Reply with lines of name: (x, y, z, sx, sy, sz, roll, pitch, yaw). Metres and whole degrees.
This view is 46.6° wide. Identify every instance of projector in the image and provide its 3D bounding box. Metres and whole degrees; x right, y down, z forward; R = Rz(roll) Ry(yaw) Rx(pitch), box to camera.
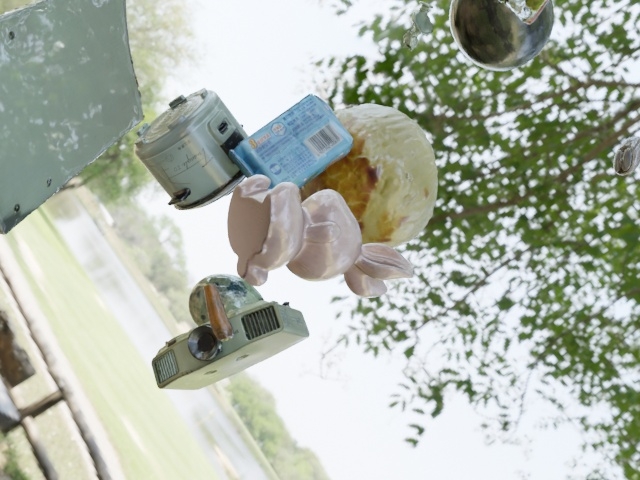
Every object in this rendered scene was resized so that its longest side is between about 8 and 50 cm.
projector: (-0.173, 0.192, 1.373, 0.088, 0.270, 0.193, 68, 13, 19)

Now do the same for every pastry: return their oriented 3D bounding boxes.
pastry: (0.103, -0.150, 1.874, 0.388, 0.313, 0.388, 42, -34, 38)

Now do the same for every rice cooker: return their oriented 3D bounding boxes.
rice cooker: (-0.267, -0.193, 1.649, 0.241, 0.280, 0.227, -13, -56, 39)

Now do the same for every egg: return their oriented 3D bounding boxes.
egg: (-0.201, 0.145, 1.634, 0.182, 0.141, 0.141, 17, -19, 6)

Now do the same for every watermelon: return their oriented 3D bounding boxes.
watermelon: (0.363, -0.452, 1.504, 0.212, 0.212, 0.212, 53, -12, 16)

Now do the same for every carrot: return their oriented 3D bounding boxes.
carrot: (-0.160, 0.112, 1.152, 0.032, 0.032, 0.093, 92, -21, -71)

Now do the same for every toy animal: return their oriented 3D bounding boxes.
toy animal: (0.000, -0.002, 0.841, 0.213, 0.124, 0.124, 15, 17, -36)

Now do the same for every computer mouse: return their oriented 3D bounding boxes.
computer mouse: (0.685, -0.193, 1.657, 0.039, 0.096, 0.066, 37, -14, -18)

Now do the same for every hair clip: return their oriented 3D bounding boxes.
hair clip: (0.195, -0.229, 0.672, 0.033, 0.060, 0.188, 34, 23, -8)

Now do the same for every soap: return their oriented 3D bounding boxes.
soap: (-0.055, -0.196, 1.580, 0.156, 0.293, 0.077, 51, -31, 0)

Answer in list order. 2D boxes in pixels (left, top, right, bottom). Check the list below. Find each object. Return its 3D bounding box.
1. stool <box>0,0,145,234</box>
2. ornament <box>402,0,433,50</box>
stool: (-0.347, -0.150, 0.703, 0.269, 0.244, 0.170, -61, 154, -54)
ornament: (0.202, -0.438, 1.516, 0.041, 0.092, 0.068, 38, -2, 36)
